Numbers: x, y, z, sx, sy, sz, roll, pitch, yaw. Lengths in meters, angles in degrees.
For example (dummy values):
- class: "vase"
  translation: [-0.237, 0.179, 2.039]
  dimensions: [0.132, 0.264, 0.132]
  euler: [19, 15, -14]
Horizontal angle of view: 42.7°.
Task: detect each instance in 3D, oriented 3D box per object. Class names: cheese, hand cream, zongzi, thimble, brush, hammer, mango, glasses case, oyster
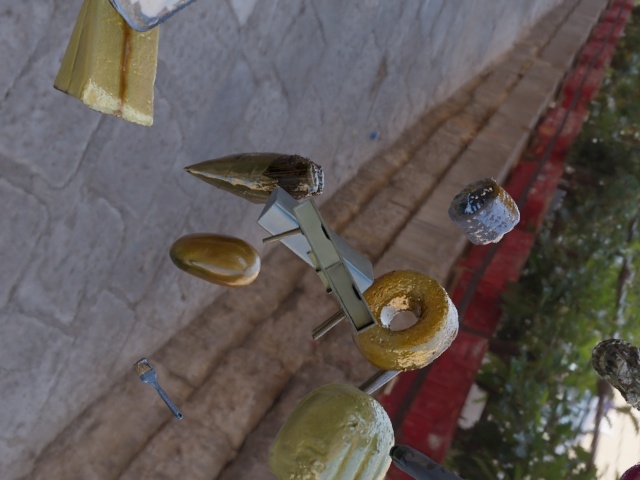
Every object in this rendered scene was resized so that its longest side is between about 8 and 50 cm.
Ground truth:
- class: "cheese"
  translation: [0.551, 0.403, 1.394]
  dimensions: [0.145, 0.038, 0.095]
  euler: [-48, 121, -9]
- class: "hand cream"
  translation: [0.248, 0.536, 1.901]
  dimensions: [0.271, 0.091, 0.058]
  euler: [-166, -104, -64]
- class: "zongzi"
  translation: [-0.182, -0.184, 2.325]
  dimensions: [0.318, 0.289, 0.154]
  euler: [0, 89, -49]
- class: "thimble"
  translation: [0.415, -0.072, 2.073]
  dimensions: [0.151, 0.118, 0.127]
  euler: [-35, -147, 20]
- class: "brush"
  translation: [-0.363, 0.337, 1.848]
  dimensions: [0.014, 0.164, 0.051]
  euler: [-38, 179, 22]
- class: "hammer"
  translation: [0.163, 0.416, 2.399]
  dimensions: [0.440, 0.168, 0.044]
  euler: [-31, 178, -28]
- class: "mango"
  translation: [-0.291, 0.047, 2.263]
  dimensions: [0.175, 0.255, 0.139]
  euler: [-142, -110, -76]
- class: "glasses case"
  translation: [0.000, 0.000, 1.674]
  dimensions: [0.056, 0.266, 0.105]
  euler: [-35, -157, 42]
- class: "oyster"
  translation: [0.870, 0.388, 2.263]
  dimensions: [0.087, 0.200, 0.252]
  euler: [88, -7, -66]

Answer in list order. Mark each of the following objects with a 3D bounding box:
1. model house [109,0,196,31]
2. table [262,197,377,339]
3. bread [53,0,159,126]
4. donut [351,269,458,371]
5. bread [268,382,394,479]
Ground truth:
- class: "model house"
  translation: [-0.322, -0.568, 1.426]
  dimensions: [0.271, 0.301, 0.190]
  euler: [-40, 167, -2]
- class: "table"
  translation: [-0.007, 0.058, 1.421]
  dimensions: [0.111, 0.240, 0.121]
  euler: [-27, 180, 0]
- class: "bread"
  translation: [-0.393, -0.377, 1.611]
  dimensions: [0.168, 0.163, 0.264]
  euler: [14, 100, -42]
- class: "donut"
  translation: [0.205, 0.191, 2.049]
  dimensions: [0.277, 0.278, 0.108]
  euler: [-62, 159, -21]
- class: "bread"
  translation: [0.037, 0.526, 2.065]
  dimensions: [0.320, 0.237, 0.320]
  euler: [-33, 135, -40]
